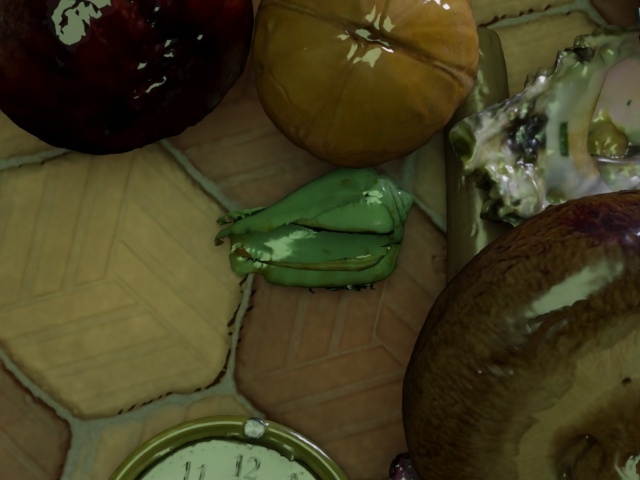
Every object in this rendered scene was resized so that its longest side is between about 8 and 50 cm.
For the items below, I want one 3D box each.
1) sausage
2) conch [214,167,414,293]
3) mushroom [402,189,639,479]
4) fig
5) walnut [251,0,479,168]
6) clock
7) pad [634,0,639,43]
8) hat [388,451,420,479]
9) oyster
[{"bbox_3d":[0.130,-0.029,1.595,0.066,0.066,0.301,-1,86,-3],"label":"sausage"},{"bbox_3d":[0.000,0.000,1.584,0.170,0.079,0.106,-18,79,11],"label":"conch"},{"bbox_3d":[0.225,0.108,1.479,0.239,0.345,0.345,31,83,36],"label":"mushroom"},{"bbox_3d":[-0.184,-0.190,1.525,0.263,0.224,0.224,40,84,3],"label":"fig"},{"bbox_3d":[0.034,-0.154,1.518,0.193,0.225,0.193,0,100,1],"label":"walnut"},{"bbox_3d":[-0.076,0.258,1.563,0.237,0.057,0.237,0,85,-5],"label":"clock"},{"bbox_3d":[0.336,-0.291,1.572,0.270,0.012,0.269,-13,93,-36],"label":"pad"},{"bbox_3d":[0.073,0.283,1.525,0.140,0.129,0.227,-8,88,-6],"label":"hat"},{"bbox_3d":[0.264,-0.084,1.586,0.354,0.107,0.201,6,88,-23],"label":"oyster"}]
